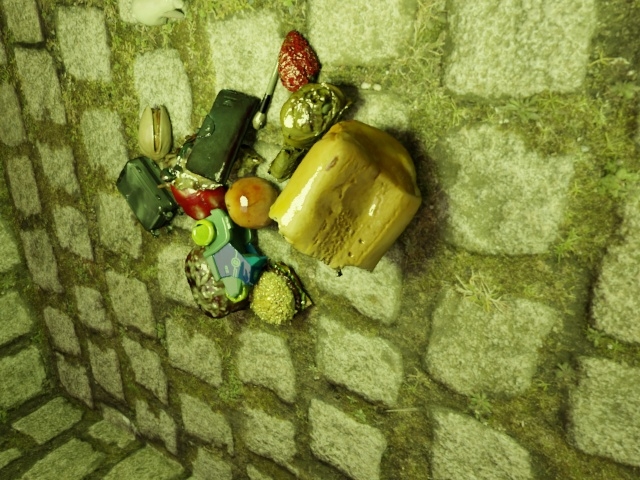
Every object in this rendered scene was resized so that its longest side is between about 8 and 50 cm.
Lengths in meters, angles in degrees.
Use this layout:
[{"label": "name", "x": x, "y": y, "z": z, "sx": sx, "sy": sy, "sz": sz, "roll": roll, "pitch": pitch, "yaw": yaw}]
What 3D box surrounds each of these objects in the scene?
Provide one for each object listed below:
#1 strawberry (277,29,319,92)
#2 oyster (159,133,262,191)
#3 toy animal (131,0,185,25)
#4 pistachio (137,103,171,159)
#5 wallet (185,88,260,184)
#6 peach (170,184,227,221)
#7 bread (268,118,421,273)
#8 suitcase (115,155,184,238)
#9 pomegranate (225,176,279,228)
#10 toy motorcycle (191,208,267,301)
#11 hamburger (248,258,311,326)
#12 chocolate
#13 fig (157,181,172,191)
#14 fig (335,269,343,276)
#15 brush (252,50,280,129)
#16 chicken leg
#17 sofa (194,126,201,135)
[{"label": "strawberry", "x": -0.078, "y": -0.532, "z": 1.686, "sx": 0.140, "sy": 0.085, "sz": 0.192, "roll": 28, "pitch": 123, "yaw": 28}, {"label": "oyster", "x": -0.389, "y": -0.268, "z": 1.936, "sx": 0.360, "sy": 0.096, "sz": 0.222, "roll": 12, "pitch": 80, "yaw": 14}, {"label": "toy animal", "x": -0.522, "y": -0.828, "z": 1.877, "sx": 0.282, "sy": 0.138, "sz": 0.141, "roll": -11, "pitch": 110, "yaw": 33}, {"label": "pistachio", "x": -0.650, "y": -0.422, "z": 2.157, "sx": 0.152, "sy": 0.126, "sz": 0.223, "roll": -123, "pitch": 35, "yaw": -54}, {"label": "wallet", "x": -0.336, "y": -0.360, "z": 1.869, "sx": 0.172, "sy": 0.045, "sz": 0.318, "roll": 22, "pitch": 87, "yaw": 19}, {"label": "peach", "x": -0.454, "y": -0.191, "z": 2.050, "sx": 0.153, "sy": 0.159, "sz": 0.268, "roll": -14, "pitch": 116, "yaw": 32}, {"label": "bread", "x": 0.087, "y": -0.137, "z": 1.586, "sx": 0.360, "sy": 0.250, "sz": 0.394, "roll": 28, "pitch": 106, "yaw": -23}, {"label": "suitcase", "x": -0.712, "y": -0.186, "z": 2.303, "sx": 0.312, "sy": 0.128, "sz": 0.202, "roll": 53, "pitch": 131, "yaw": 7}, {"label": "pomegranate", "x": -0.237, "y": -0.132, "z": 1.923, "sx": 0.191, "sy": 0.191, "sz": 0.191, "roll": 16, "pitch": 118, "yaw": 32}, {"label": "toy motorcycle", "x": -0.304, "y": 0.045, "z": 1.993, "sx": 0.199, "sy": 0.191, "sz": 0.327, "roll": -28, "pitch": 79, "yaw": 22}, {"label": "hamburger", "x": -0.173, "y": 0.197, "z": 2.044, "sx": 0.243, "sy": 0.138, "sz": 0.262, "roll": -33, "pitch": 88, "yaw": 42}, {"label": "chocolate", "x": -0.413, "y": 0.156, "z": 2.167, "sx": 0.225, "sy": 0.210, "sz": 0.340, "roll": -15, "pitch": 100, "yaw": 43}, {"label": "fig", "x": -0.565, "y": -0.242, "z": 2.165, "sx": 0.119, "sy": 0.153, "sz": 0.119, "roll": -11, "pitch": 72, "yaw": 38}, {"label": "fig", "x": -0.001, "y": 0.000, "z": 1.784, "sx": 0.274, "sy": 0.170, "sz": 0.145, "roll": 57, "pitch": 178, "yaw": 21}, {"label": "brush", "x": -0.166, "y": -0.492, "z": 1.803, "sx": 0.039, "sy": 0.042, "sz": 0.299, "roll": 29, "pitch": 125, "yaw": 3}, {"label": "chicken leg", "x": -0.061, "y": -0.325, "z": 1.724, "sx": 0.153, "sy": 0.201, "sz": 0.429, "roll": 60, "pitch": 142, "yaw": 21}, {"label": "sofa", "x": -0.431, "y": -0.343, "z": 2.060, "sx": 0.085, "sy": 0.060, "sz": 0.147, "roll": 27, "pitch": 124, "yaw": 26}]
